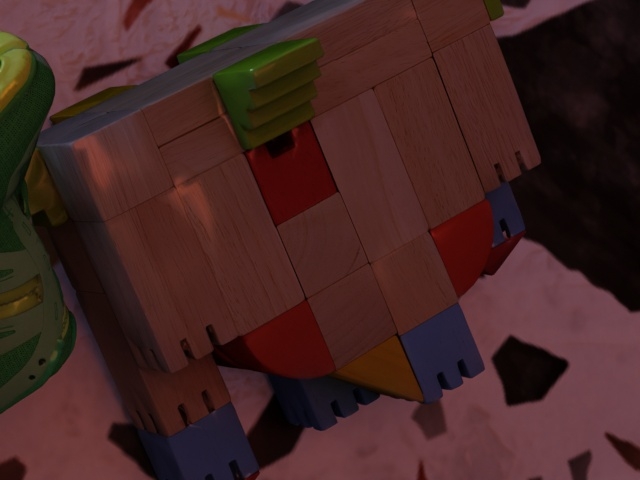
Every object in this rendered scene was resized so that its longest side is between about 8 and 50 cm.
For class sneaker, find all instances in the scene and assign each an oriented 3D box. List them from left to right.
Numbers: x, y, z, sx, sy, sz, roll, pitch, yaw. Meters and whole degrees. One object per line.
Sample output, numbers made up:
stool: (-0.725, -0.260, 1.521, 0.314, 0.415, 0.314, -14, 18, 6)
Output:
sneaker: (-0.187, 0.013, 0.999, 0.124, 0.295, 0.109, 10, 36, -20)

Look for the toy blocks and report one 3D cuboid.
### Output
toy blocks: (0.000, 0.000, 1.141, 0.381, 0.191, 0.261, -29, 105, -26)
